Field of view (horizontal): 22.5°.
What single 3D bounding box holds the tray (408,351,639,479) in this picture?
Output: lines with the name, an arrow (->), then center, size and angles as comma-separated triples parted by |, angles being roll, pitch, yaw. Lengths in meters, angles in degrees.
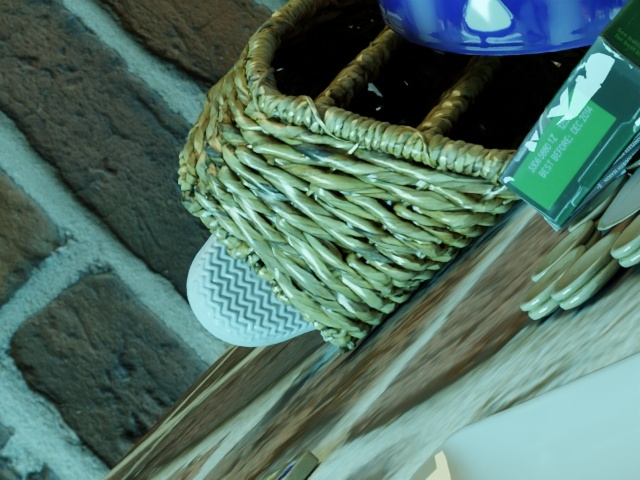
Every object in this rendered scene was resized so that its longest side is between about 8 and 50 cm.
tray -> 0.043, 0.074, 0.309 | 0.145, 0.030, 0.270 | -45, 2, -25

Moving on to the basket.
basket -> 0.059, -0.109, 1.164 | 0.223, 0.213, 0.299 | -44, 2, 37

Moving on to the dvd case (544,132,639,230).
dvd case -> 0.164, -0.058, 0.821 | 0.119, 0.013, 0.087 | -43, 3, 22

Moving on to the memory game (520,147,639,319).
memory game -> 0.151, -0.036, 0.646 | 0.186, 0.012, 0.186 | -45, 1, 1

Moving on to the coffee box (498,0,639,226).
coffee box -> 0.158, -0.098, 0.738 | 0.184, 0.040, 0.113 | -48, -7, -35

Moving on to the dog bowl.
dog bowl -> 0.160, -0.228, 1.121 | 0.264, 0.104, 0.265 | -11, 27, 6

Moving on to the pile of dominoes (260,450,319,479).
pile of dominoes -> -0.117, 0.201, 0.888 | 0.196, 0.040, 0.251 | -46, 2, -31

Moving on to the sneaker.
sneaker -> 0.000, 0.000, 1.389 | 0.366, 0.137, 0.210 | -40, -2, -38
